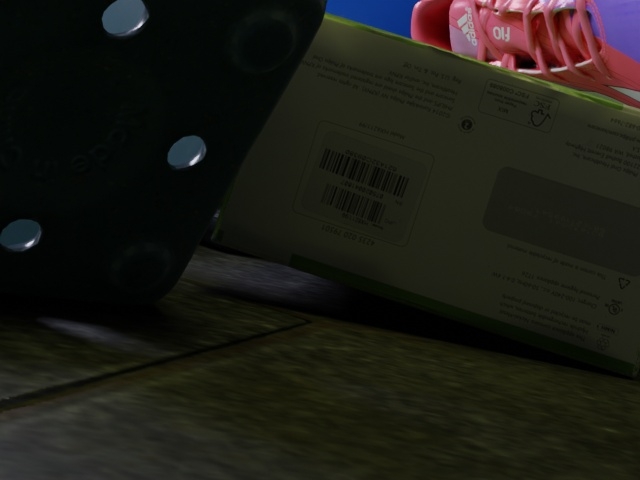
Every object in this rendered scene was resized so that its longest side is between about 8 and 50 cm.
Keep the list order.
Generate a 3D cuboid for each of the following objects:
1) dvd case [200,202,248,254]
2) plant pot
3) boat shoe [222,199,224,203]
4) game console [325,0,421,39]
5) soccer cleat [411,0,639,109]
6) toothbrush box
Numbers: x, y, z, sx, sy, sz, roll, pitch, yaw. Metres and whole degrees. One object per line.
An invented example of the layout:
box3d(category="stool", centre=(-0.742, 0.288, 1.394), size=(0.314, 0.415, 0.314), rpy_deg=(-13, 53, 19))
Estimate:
box3d(category="dvd case", centre=(0.000, 0.000, 0.980), size=(0.253, 0.022, 0.180), rpy_deg=(9, 5, -32))
box3d(category="plant pot", centre=(-0.132, -0.111, 0.519), size=(0.247, 0.248, 0.252), rpy_deg=(8, 35, -38))
box3d(category="boat shoe", centre=(-0.080, -0.084, 1.044), size=(0.103, 0.118, 0.320), rpy_deg=(18, -18, -14))
box3d(category="game console", centre=(-0.023, -0.140, 1.206), size=(0.293, 0.250, 0.173), rpy_deg=(14, 4, 18))
box3d(category="soccer cleat", centre=(0.135, -0.117, 0.739), size=(0.116, 0.109, 0.318), rpy_deg=(-1, 8, -7))
box3d(category="toothbrush box", centre=(0.076, -0.029, 0.732), size=(0.206, 0.122, 0.283), rpy_deg=(18, 5, 4))
